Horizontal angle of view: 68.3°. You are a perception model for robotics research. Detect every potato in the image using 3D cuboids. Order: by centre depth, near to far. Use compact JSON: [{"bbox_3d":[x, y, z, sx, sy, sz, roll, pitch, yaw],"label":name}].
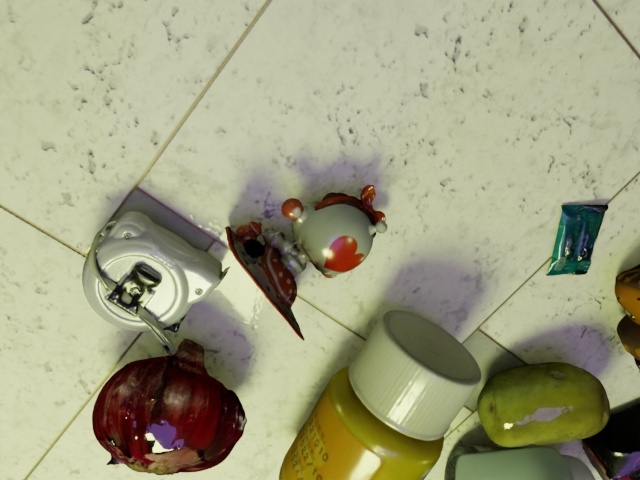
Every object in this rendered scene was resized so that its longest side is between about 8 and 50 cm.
[{"bbox_3d":[0.421,0.311,0.899,0.228,0.148,0.197,-22,130,18],"label":"potato"}]

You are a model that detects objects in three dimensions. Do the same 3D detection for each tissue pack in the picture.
[{"bbox_3d":[0.458,0.002,0.842,0.085,0.028,0.138,-1,110,-6],"label":"tissue pack"}]

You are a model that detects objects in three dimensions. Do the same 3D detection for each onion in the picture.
[{"bbox_3d":[-0.245,0.273,0.788,0.252,0.219,0.252,11,154,6],"label":"onion"}]

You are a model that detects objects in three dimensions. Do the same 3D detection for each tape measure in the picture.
[{"bbox_3d":[-0.273,0.065,0.743,0.196,0.105,0.178,30,107,-19],"label":"tape measure"}]

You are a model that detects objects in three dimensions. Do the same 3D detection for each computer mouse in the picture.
[{"bbox_3d":[0.360,0.448,0.867,0.231,0.079,0.127,-5,70,-11],"label":"computer mouse"}]

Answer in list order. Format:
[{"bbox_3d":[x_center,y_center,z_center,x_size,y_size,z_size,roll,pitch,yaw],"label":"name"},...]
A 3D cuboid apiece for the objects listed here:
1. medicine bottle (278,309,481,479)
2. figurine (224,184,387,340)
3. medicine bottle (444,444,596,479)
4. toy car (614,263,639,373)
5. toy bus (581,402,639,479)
[{"bbox_3d":[0.097,0.329,0.831,0.224,0.224,0.384,22,110,-15],"label":"medicine bottle"},{"bbox_3d":[0.000,0.000,0.735,0.226,0.160,0.183,-36,113,-1],"label":"figurine"},{"bbox_3d":[0.413,0.521,0.982,0.274,0.165,0.165,8,112,-12],"label":"medicine bottle"},{"bbox_3d":[0.693,0.120,0.817,0.341,0.271,0.240,-26,93,2],"label":"toy car"},{"bbox_3d":[0.718,0.419,0.995,0.303,0.127,0.147,-24,118,2],"label":"toy bus"}]
